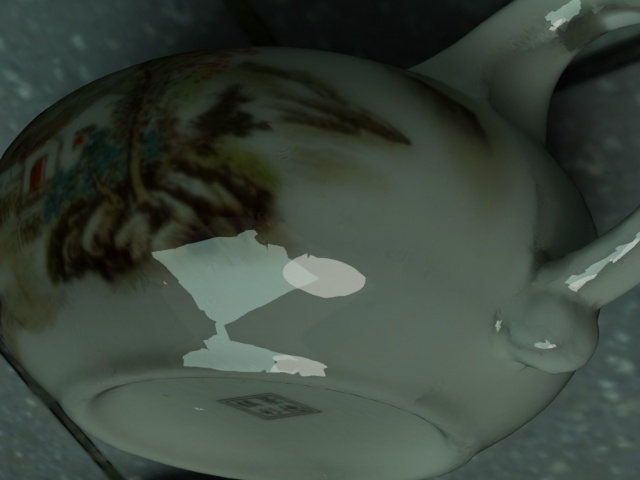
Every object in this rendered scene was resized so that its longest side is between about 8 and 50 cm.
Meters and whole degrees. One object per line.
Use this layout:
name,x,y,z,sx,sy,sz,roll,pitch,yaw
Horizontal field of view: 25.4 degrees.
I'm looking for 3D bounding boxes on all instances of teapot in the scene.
teapot,0.000,0.000,0.471,0.298,0.139,0.204,-10,150,31
